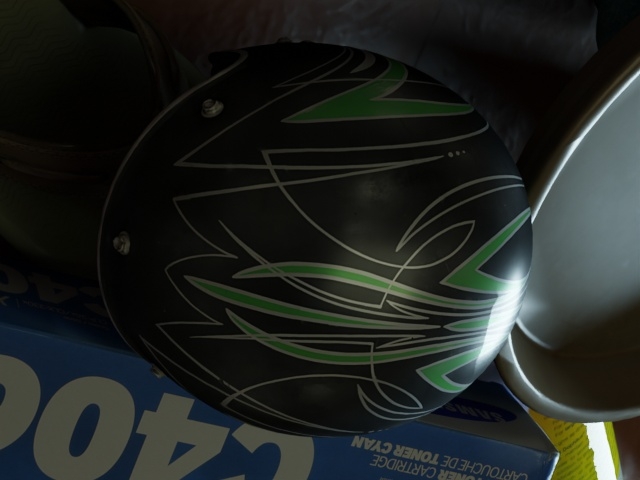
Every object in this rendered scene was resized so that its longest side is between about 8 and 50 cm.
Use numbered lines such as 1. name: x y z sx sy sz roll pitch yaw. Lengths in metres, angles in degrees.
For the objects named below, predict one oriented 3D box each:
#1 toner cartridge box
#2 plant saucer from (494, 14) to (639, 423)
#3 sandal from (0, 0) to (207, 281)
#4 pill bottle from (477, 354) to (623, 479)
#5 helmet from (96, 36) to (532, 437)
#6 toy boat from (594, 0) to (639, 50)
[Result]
1. toner cartridge box: -0.075 0.116 0.663 0.347 0.075 0.165 15 108 -25
2. plant saucer: 0.190 -0.025 0.705 0.278 0.041 0.278 -21 136 -22
3. sandal: -0.117 -0.068 0.603 0.120 0.086 0.303 -49 132 -9
4. pill bottle: 0.109 0.096 0.838 0.117 0.117 0.215 -34 128 -21
5. helmet: 0.000 0.000 0.570 0.169 0.161 0.169 0 108 -1
6. toy boat: 0.198 -0.201 0.741 0.318 0.148 0.267 4 113 -63
